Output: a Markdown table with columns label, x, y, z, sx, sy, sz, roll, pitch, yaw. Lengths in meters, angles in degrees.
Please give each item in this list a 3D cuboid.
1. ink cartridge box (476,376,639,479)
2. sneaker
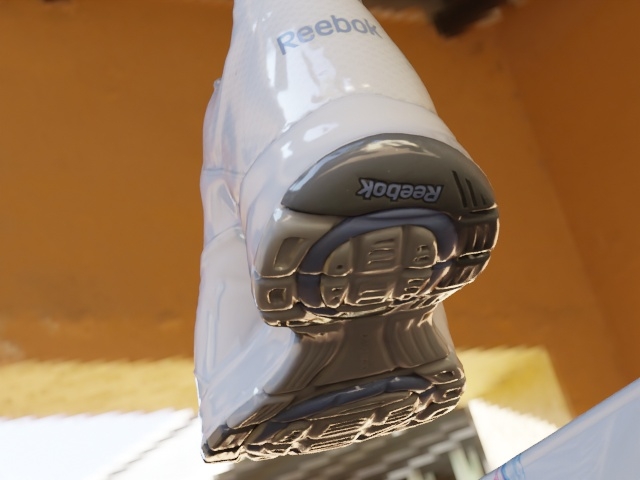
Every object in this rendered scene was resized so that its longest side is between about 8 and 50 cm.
| label | x | y | z | sx | sy | sz | roll | pitch | yaw |
| --- | --- | --- | --- | --- | --- | --- | --- | --- | --- |
| ink cartridge box | 0.093 | 0.109 | 0.490 | 0.072 | 0.127 | 0.175 | -6 | -22 | -34 |
| sneaker | 0.000 | 0.000 | 0.782 | 0.111 | 0.129 | 0.297 | -9 | -27 | -15 |
